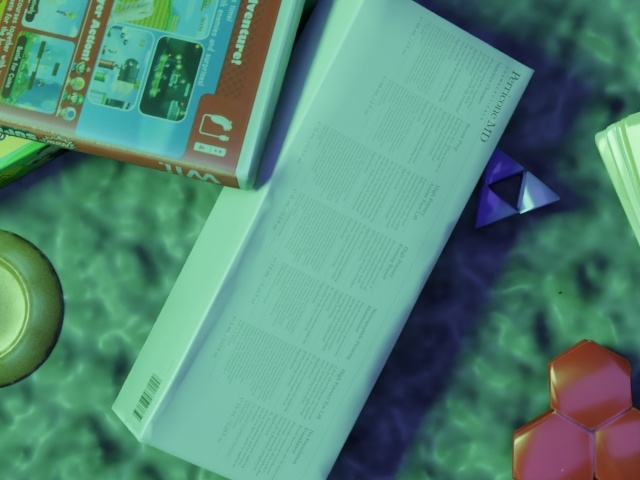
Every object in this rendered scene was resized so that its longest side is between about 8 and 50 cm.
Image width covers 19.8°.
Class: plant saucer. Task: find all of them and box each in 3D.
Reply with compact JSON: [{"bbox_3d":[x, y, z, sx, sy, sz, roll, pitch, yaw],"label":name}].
[{"bbox_3d":[-0.174,0.035,0.937,0.083,0.015,0.083,0,87,7],"label":"plant saucer"}]

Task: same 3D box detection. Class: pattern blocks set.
[{"bbox_3d":[0.237,-0.018,0.884,0.325,0.026,0.285,-8,86,6],"label":"pattern blocks set"}]

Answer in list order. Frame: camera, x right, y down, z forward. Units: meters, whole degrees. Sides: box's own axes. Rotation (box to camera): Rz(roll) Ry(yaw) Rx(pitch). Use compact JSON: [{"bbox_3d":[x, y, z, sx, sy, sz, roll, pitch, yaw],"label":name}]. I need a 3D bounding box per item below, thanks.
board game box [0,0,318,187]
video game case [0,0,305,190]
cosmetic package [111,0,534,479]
[{"bbox_3d":[-0.102,-0.181,0.924,0.317,0.046,0.213,-29,83,5],"label":"board game box"},{"bbox_3d":[-0.144,-0.151,0.867,0.285,0.025,0.204,13,76,6],"label":"video game case"},{"bbox_3d":[0.000,0.000,0.878,0.099,0.060,0.239,27,90,-22],"label":"cosmetic package"}]
